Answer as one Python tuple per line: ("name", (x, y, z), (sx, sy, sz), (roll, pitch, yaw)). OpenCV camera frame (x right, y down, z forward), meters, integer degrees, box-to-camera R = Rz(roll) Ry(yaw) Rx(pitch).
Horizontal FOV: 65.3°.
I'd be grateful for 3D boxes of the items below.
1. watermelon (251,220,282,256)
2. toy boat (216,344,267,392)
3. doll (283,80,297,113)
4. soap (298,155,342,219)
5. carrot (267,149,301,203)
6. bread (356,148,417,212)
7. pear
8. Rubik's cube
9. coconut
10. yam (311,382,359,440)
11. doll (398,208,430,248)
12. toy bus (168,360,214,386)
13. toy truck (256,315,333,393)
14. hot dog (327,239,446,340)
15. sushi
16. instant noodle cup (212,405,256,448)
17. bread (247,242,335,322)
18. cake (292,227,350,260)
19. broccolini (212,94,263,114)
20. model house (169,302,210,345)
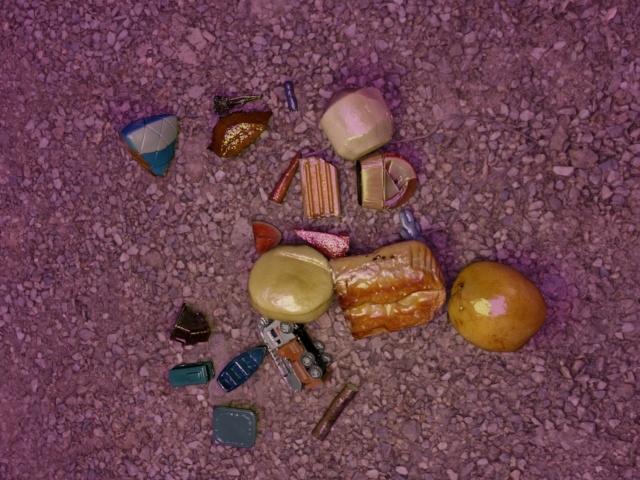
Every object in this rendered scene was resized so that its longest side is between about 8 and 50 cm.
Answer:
("watermelon", (-0.229, -0.017, 1.912), (0.125, 0.094, 0.135), (-42, 83, 16))
("toy boat", (-0.292, 0.482, 1.922), (0.096, 0.062, 0.299), (50, 120, 7))
("doll", (-0.113, -0.545, 1.897), (0.037, 0.027, 0.125), (-12, 94, 10))
("soap", (0.000, -0.198, 1.874), (0.140, 0.073, 0.231), (-6, 92, 8))
("carrot", (-0.124, -0.243, 1.909), (0.057, 0.057, 0.224), (29, 92, 6))
("bread", (0.234, -0.211, 1.788), (0.212, 0.142, 0.224), (-4, 111, -2))
("pear", (0.590, 0.226, 1.694), (0.315, 0.314, 0.314), (1, 93, 9))
("Rubik's cube", (-0.670, -0.419, 1.950), (0.255, 0.254, 0.254), (1, 93, 9))
("coconut", (0.126, -0.425, 1.760), (0.245, 0.245, 0.247), (-27, 90, 10))
("yam", (0.054, 0.658, 1.923), (0.061, 0.061, 0.252), (35, 97, 6))
("doll", (0.327, -0.021, 1.835), (0.120, 0.075, 0.179), (-19, 79, -30))
("toy bus", (-0.513, 0.534, 1.990), (0.160, 0.092, 0.079), (-9, 93, 9))
("toy truck", (-0.112, 0.407, 1.902), (0.184, 0.133, 0.338), (-33, 90, 22))
("hot dog", (0.252, 0.166, 1.758), (0.366, 0.196, 0.367), (-13, 125, 12))
("sushi", (-0.321, -0.423, 1.886), (0.287, 0.140, 0.149), (-40, 124, 9))
("instant noodle cup", (-0.337, 0.733, 1.985), (0.179, 0.070, 0.157), (4, 95, 8))
("bread", (-0.102, 0.155, 1.800), (0.321, 0.237, 0.320), (-2, 66, 5))
("cake", (0.000, 0.020, 1.880), (0.221, 0.086, 0.116), (6, 92, 8))
("broccolini", (-0.319, -0.528, 1.912), (0.201, 0.074, 0.058), (-5, 76, 7))
("model house", (-0.512, 0.358, 1.987), (0.152, 0.106, 0.165), (24, 133, -4))
